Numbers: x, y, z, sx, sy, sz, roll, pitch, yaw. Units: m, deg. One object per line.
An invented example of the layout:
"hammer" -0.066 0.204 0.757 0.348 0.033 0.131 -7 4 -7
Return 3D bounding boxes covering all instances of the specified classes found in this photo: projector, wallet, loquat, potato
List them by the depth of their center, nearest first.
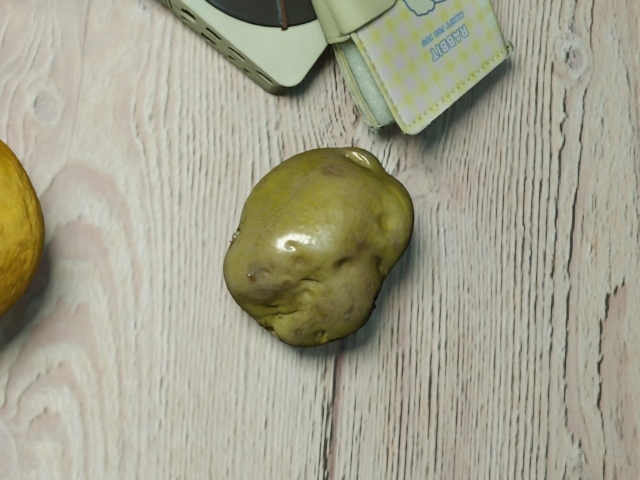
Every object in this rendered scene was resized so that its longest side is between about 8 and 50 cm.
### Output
"loquat" -0.341 -0.011 0.793 0.208 0.208 0.208 3 79 -16
"potato" -0.002 0.000 0.925 0.154 0.137 0.200 47 67 -36
"wallet" 0.073 -0.284 0.963 0.223 0.077 0.310 -38 114 -29
"projector" -0.065 -0.326 0.986 0.257 0.079 0.259 39 75 -16
